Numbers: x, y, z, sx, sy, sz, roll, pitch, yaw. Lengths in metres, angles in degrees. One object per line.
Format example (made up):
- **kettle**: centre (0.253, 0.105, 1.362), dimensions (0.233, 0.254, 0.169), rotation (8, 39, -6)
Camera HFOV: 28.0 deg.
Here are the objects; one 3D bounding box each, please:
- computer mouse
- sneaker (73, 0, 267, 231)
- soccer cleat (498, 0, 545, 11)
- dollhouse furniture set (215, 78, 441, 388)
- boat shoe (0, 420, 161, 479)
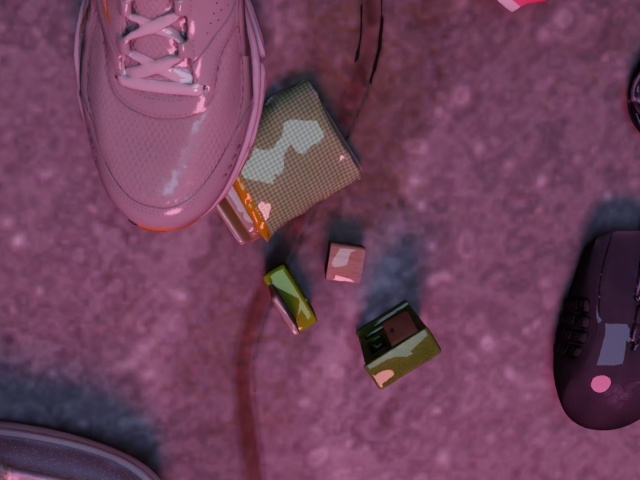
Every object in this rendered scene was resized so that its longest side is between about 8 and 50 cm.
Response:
- **computer mouse**: centre (0.179, -0.012, 0.675), dimensions (0.071, 0.041, 0.242), rotation (12, 99, -6)
- **sneaker**: centre (-0.074, -0.130, 0.585), dimensions (0.099, 0.121, 0.262), rotation (6, 100, 6)
- **soccer cleat**: centre (0.058, -0.212, 0.581), dimensions (0.095, 0.083, 0.248), rotation (-36, 121, 18)
- **dollhouse furniture set**: centre (0.000, 0.000, 0.654), dimensions (0.076, 0.058, 0.152), rotation (-31, 102, 2)
- **boat shoe**: centre (-0.235, 0.158, 0.645), dimensions (0.320, 0.103, 0.118), rotation (4, 101, -5)
